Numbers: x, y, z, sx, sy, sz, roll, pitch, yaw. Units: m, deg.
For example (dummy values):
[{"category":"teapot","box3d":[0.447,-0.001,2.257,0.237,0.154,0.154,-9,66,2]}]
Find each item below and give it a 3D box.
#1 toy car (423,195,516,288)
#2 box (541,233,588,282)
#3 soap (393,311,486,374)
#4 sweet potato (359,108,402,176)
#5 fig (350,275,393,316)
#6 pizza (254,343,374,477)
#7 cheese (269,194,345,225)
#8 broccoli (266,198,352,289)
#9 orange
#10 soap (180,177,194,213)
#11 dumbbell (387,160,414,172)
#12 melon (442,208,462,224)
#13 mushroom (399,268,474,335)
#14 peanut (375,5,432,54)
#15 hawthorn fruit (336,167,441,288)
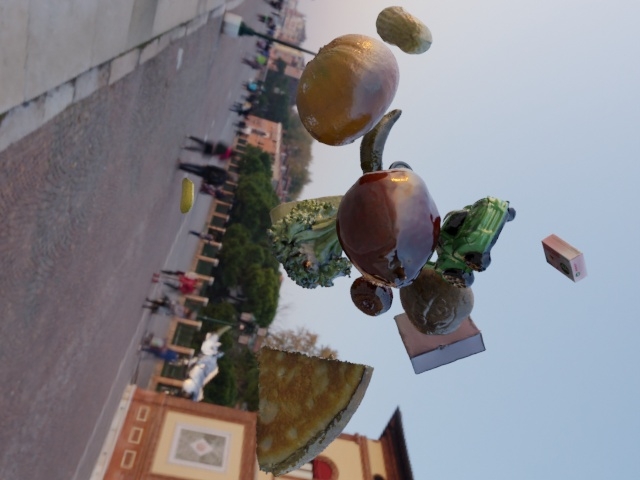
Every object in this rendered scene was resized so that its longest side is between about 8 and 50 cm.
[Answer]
[{"category":"toy car","box3d":[0.421,0.002,1.537,0.213,0.176,0.359,-57,169,-18]},{"category":"box","box3d":[0.672,0.047,1.443,0.043,0.089,0.125,-30,-150,-1]},{"category":"soap","box3d":[0.465,0.365,2.087,0.285,0.296,0.107,-101,171,-61]},{"category":"sweet potato","box3d":[0.186,-0.310,1.798,0.124,0.098,0.310,-10,121,-55]},{"category":"fig","box3d":[0.179,0.157,1.745,0.133,0.146,0.201,-21,-162,23]},{"category":"pizza","box3d":[-0.064,0.455,1.607,0.440,0.130,0.406,-45,-136,0]},{"category":"cheese","box3d":[0.013,-0.094,2.178,0.384,0.383,0.104,129,-47,-64]},{"category":"broccoli","box3d":[0.008,0.000,1.735,0.280,0.293,0.348,-33,-172,37]},{"category":"orange","box3d":[0.080,-0.421,1.467,0.310,0.274,0.274,-35,-155,15]},{"category":"soap","box3d":[-0.572,-0.195,2.247,0.089,0.033,0.169,-16,-116,36]},{"category":"dumbbell","box3d":[0.236,-0.201,1.863,0.254,0.110,0.110,-25,-131,58]},{"category":"melon","box3d":[0.513,-0.062,1.949,0.167,0.114,0.114,-131,-123,-86]},{"category":"mushroom","box3d":[0.407,0.217,1.855,0.146,0.278,0.278,-28,145,-54]},{"category":"peanut","box3d":[0.300,-0.764,1.897,0.306,0.146,0.147,-117,-138,-53]},{"category":"hawthorn fruit","box3d":[0.193,-0.030,1.446,0.325,0.308,0.308,67,-23,14]}]
